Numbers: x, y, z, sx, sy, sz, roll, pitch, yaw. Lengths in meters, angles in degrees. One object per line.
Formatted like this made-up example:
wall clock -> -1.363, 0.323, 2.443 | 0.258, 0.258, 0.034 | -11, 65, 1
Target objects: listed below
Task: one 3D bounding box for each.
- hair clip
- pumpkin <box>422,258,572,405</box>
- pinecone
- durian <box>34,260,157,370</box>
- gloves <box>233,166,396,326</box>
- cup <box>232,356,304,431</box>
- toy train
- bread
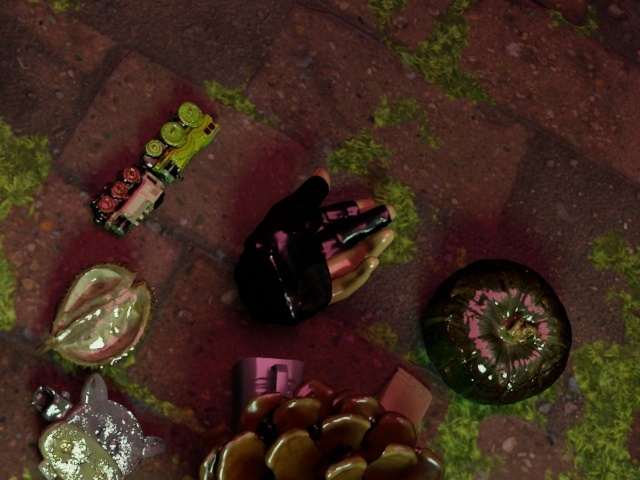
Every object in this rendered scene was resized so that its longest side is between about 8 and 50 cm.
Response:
hair clip -> -0.317, 0.268, 1.472 | 0.187, 0.056, 0.146 | 47, 75, -10
pumpkin -> 0.276, 0.139, 1.681 | 0.238, 0.159, 0.238 | 6, 72, -21
pinecone -> 0.008, 0.373, 1.359 | 0.384, 0.384, 0.384 | 7, 69, -17
durian -> -0.312, 0.118, 1.522 | 0.188, 0.091, 0.148 | -29, 74, -11
gloves -> -0.008, 0.003, 1.638 | 0.301, 0.152, 0.197 | -27, 103, -32
cup -> -0.071, 0.228, 1.544 | 0.095, 0.128, 0.129 | 6, 72, -18
toy train -> -0.251, -0.107, 1.645 | 0.085, 0.053, 0.250 | 41, 63, -8
bread -> 0.097, 0.276, 1.644 | 0.077, 0.105, 0.152 | 44, 31, 0
